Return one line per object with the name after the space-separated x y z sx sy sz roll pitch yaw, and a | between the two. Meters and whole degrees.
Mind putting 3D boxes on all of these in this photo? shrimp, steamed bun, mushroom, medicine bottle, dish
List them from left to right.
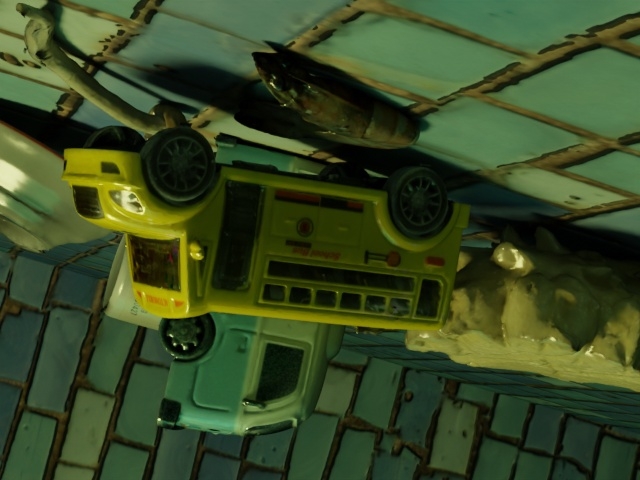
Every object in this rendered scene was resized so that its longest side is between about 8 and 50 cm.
-0.333 -0.054 1.567 0.260 0.085 0.260 28 169 6 | dish
-0.185 -0.134 1.154 0.068 0.043 0.306 -8 164 17 | mushroom
-0.193 0.081 2.252 0.258 0.143 0.143 18 171 -14 | medicine bottle
-0.022 -0.101 1.093 0.148 0.035 0.195 11 173 41 | shrimp
0.238 0.066 1.413 0.296 0.137 0.292 5 168 24 | steamed bun

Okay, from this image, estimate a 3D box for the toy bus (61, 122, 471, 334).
-0.049 -0.006 1.211 0.330 0.152 0.144 7 180 -30 | toy bus

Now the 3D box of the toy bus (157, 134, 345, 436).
-0.055 0.055 1.377 0.165 0.271 0.133 11 172 2 | toy bus
